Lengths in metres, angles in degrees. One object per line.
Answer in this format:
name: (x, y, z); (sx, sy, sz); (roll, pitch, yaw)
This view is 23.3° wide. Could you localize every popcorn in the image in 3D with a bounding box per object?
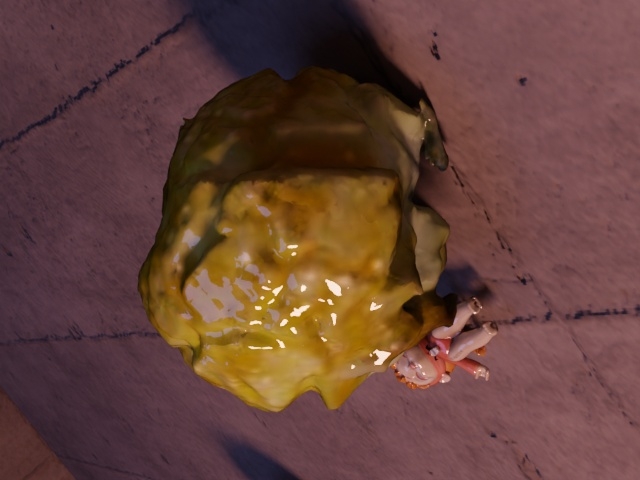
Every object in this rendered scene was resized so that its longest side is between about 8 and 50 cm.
popcorn: (0.000, 0.000, 0.851); (0.212, 0.198, 0.198); (31, 174, -36)

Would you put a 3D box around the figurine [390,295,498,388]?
figurine: (0.080, 0.061, 0.945); (0.064, 0.047, 0.109); (55, 152, 5)
